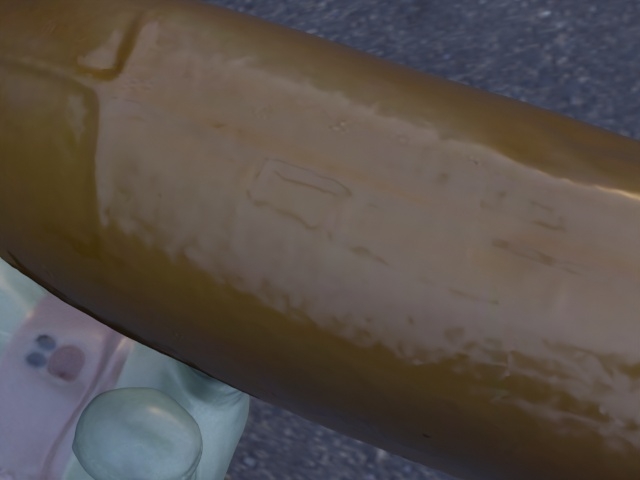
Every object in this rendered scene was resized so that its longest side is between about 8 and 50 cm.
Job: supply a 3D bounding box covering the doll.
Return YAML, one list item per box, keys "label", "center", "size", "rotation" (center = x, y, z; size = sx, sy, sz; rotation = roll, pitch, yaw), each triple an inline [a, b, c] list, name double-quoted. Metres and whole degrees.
- label: "doll"
  center: [-0.142, 0.057, 0.659]
  size: [0.113, 0.275, 0.155]
  rotation: [62, 42, -55]

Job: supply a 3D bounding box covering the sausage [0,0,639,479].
- label: "sausage"
  center: [-0.001, -0.004, 0.447]
  size: [0.328, 0.112, 0.112]
  rotation: [20, 84, 13]
